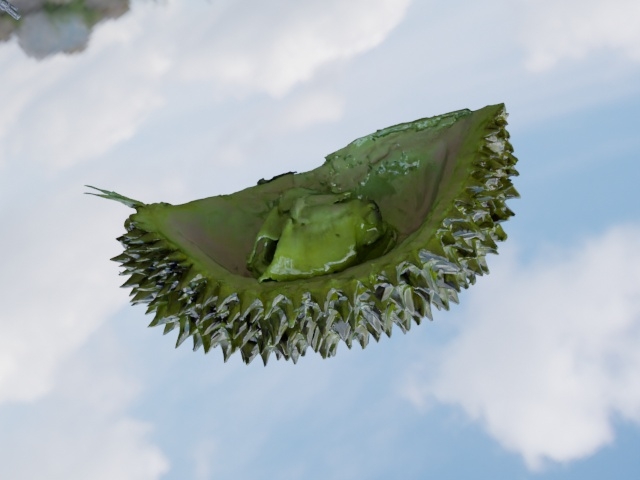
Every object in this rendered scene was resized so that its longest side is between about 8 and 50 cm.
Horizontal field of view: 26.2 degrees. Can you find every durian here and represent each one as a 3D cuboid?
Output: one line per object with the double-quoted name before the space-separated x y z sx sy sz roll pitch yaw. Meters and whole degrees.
"durian" -0.003 0.009 1.137 0.356 0.169 0.157 -12 164 9

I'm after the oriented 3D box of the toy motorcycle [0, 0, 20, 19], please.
"toy motorcycle" -0.462 -0.283 1.574 0.157 0.091 0.263 -30 159 1
